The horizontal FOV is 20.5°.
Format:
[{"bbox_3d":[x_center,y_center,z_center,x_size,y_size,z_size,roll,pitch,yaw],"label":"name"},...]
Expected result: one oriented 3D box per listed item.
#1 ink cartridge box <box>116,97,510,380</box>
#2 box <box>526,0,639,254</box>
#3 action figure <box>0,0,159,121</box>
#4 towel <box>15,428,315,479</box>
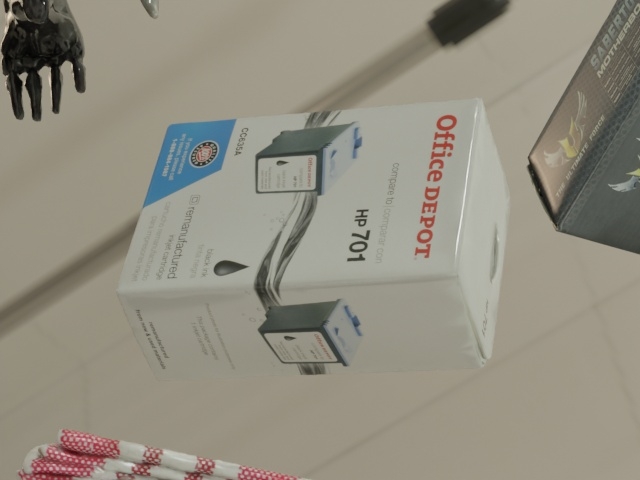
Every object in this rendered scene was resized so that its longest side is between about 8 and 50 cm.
[{"bbox_3d":[0.000,0.000,0.988,0.082,0.191,0.139,68,24,-43],"label":"ink cartridge box"},{"bbox_3d":[0.222,-0.085,0.758,0.183,0.232,0.059,14,31,-22],"label":"box"},{"bbox_3d":[-0.137,-0.129,0.693,0.275,0.164,0.141,102,-32,-62],"label":"action figure"},{"bbox_3d":[0.004,0.095,0.572,0.144,0.197,0.029,120,-18,-81],"label":"towel"}]
